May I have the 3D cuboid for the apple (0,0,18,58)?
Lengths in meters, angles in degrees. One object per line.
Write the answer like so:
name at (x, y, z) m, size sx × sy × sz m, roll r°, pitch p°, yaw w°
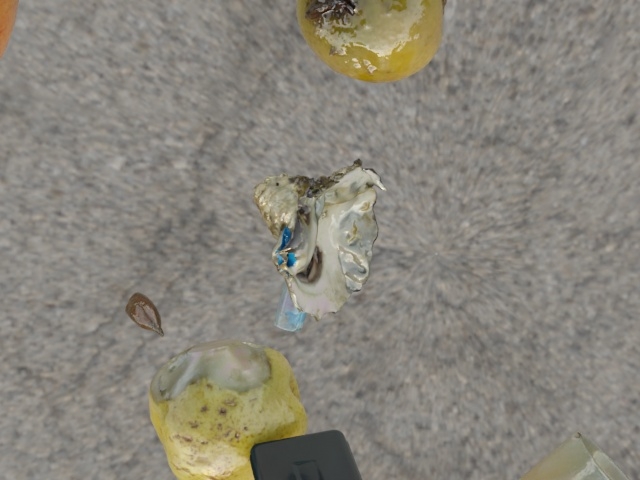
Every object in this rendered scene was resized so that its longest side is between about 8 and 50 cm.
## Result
apple at (-0.387, -0.224, 0.832) m, size 0.299 × 0.275 × 0.298 m, roll 16°, pitch 115°, yaw 38°

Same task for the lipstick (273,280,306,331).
lipstick at (-0.030, 0.059, 1.670) m, size 0.048 × 0.048 × 0.157 m, roll 17°, pitch 98°, yaw 6°

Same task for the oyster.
oyster at (0.000, 0.000, 1.388) m, size 0.083 × 0.214 × 0.222 m, roll 23°, pitch 116°, yaw 35°

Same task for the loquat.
loquat at (0.065, -0.261, 1.223) m, size 0.172 × 0.205 × 0.149 m, roll 42°, pitch 133°, yaw 24°

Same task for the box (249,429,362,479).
box at (-0.011, 0.382, 1.638) m, size 0.160 × 0.230 × 0.050 m, roll -8°, pitch 123°, yaw -11°

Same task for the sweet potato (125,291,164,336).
sweet potato at (-0.298, 0.133, 1.882) m, size 0.049 × 0.049 × 0.117 m, roll -52°, pitch 47°, yaw 3°

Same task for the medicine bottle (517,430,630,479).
medicine bottle at (0.327, 0.513, 1.702) m, size 0.406 × 0.236 × 0.235 m, roll -43°, pitch 85°, yaw 10°

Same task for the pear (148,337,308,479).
pear at (-0.154, 0.289, 1.828) m, size 0.271 × 0.271 × 0.271 m, roll 0°, pitch 89°, yaw 6°
